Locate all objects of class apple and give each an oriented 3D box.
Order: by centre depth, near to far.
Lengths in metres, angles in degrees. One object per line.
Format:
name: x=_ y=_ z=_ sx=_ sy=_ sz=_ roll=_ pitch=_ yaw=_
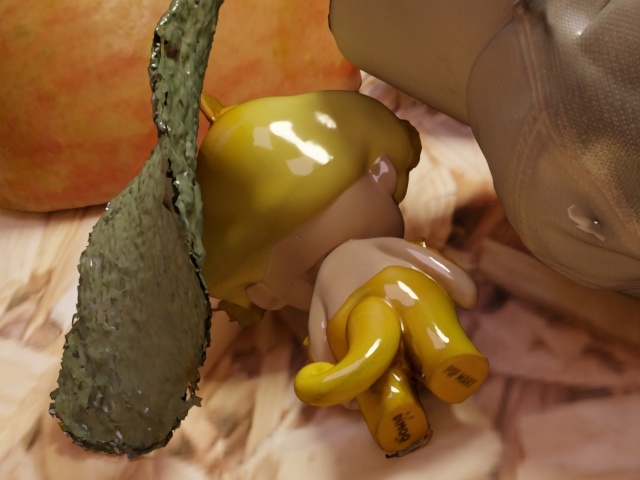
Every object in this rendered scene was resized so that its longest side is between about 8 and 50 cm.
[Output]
apple: x=-0.158 y=-0.172 z=0.819 sx=0.309 sy=0.314 sz=0.252 roll=-23 pitch=-12 yaw=-18

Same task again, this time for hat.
hat: x=0.121 y=-0.069 z=0.482 sx=0.275 sy=0.232 sz=0.161 roll=24 pitch=75 yaw=28

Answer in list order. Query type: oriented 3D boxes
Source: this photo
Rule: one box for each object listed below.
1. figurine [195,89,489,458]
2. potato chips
figurine: x=0.000 y=0.000 z=0.536 sx=0.156 sy=0.131 sz=0.246 roll=-44 pitch=42 yaw=6
potato chips: x=-0.085 y=-0.004 z=0.507 sx=0.059 sy=0.228 sz=0.167 roll=7 pitch=37 yaw=-25
